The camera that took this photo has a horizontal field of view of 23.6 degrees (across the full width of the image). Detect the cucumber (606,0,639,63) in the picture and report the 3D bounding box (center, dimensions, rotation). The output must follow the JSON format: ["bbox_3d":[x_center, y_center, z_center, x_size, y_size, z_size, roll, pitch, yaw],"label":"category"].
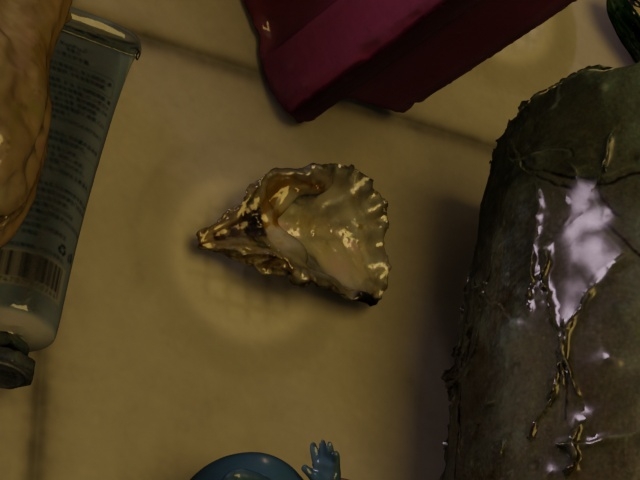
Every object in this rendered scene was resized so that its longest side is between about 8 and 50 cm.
[{"bbox_3d":[0.311,-0.133,1.302,0.052,0.058,0.215,-42,97,-5],"label":"cucumber"}]

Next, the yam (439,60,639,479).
[{"bbox_3d":[0.207,0.063,1.016,0.241,0.241,0.348,28,61,-25],"label":"yam"}]

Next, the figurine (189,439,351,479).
[{"bbox_3d":[-0.010,0.197,0.898,0.178,0.114,0.145,10,67,-43],"label":"figurine"}]

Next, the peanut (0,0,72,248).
[{"bbox_3d":[-0.211,-0.126,0.859,0.149,0.149,0.313,22,57,-28],"label":"peanut"}]

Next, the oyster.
[{"bbox_3d":[0.000,0.000,1.020,0.122,0.045,0.146,49,43,-7],"label":"oyster"}]

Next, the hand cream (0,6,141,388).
[{"bbox_3d":[-0.163,-0.035,0.907,0.088,0.055,0.256,18,59,-19],"label":"hand cream"}]

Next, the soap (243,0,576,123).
[{"bbox_3d":[0.081,-0.248,0.977,0.128,0.359,0.233,-6,75,-37],"label":"soap"}]
